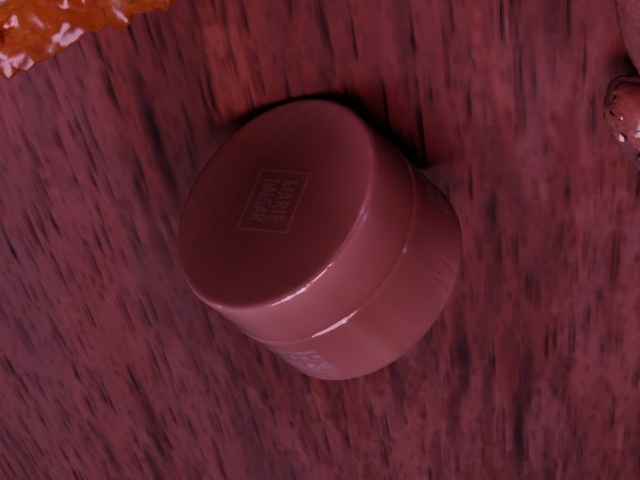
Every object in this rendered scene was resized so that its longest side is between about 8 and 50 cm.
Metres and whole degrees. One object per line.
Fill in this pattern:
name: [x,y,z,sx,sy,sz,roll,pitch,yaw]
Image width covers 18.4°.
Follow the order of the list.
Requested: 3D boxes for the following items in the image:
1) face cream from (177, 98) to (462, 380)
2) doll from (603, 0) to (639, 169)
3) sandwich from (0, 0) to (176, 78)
face cream: [0.000,0.000,1.224,0.149,0.149,0.104,-9,147,35]
doll: [0.242,-0.033,1.070,0.201,0.156,0.303,1,147,33]
sandwich: [-0.125,-0.185,0.887,0.292,0.212,0.109,-29,148,34]
